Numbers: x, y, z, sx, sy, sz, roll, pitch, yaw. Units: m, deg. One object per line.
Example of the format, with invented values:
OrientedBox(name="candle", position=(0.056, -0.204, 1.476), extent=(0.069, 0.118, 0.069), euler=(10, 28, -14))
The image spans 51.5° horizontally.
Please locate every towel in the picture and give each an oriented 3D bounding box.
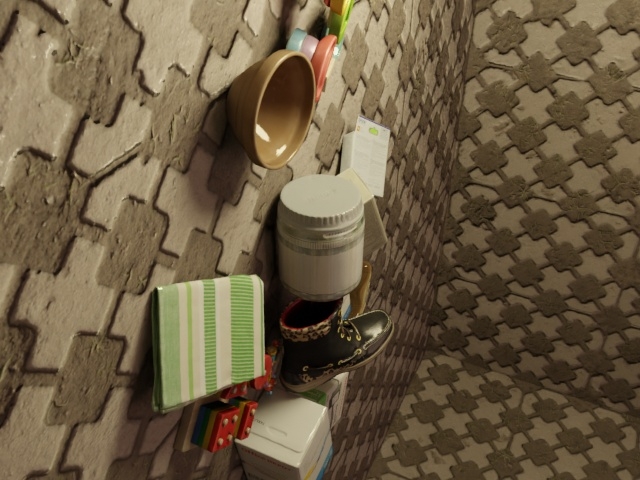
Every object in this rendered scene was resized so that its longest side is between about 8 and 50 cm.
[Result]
OrientedBox(name="towel", position=(-0.223, 0.199, 1.375), extent=(0.325, 0.038, 0.247), euler=(-6, 98, -57))

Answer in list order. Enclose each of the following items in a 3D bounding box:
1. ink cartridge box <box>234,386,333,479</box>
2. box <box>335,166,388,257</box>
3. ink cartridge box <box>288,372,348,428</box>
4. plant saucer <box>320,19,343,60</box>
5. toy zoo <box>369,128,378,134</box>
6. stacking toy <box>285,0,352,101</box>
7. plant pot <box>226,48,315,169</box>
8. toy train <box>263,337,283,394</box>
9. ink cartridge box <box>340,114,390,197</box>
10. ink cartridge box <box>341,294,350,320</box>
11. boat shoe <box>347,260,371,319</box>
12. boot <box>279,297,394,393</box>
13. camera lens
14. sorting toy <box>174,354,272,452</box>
OrientedBox(name="ink cartridge box", position=(-0.096, 0.589, 1.893), extent=(0.270, 0.198, 0.197), euler=(85, 29, -46))
OrientedBox(name="box", position=(0.090, -0.063, 1.936), extent=(0.148, 0.121, 0.311), euler=(-32, 153, -3))
OrientedBox(name="ink cartridge box", position=(-0.015, 0.542, 2.195), extent=(0.273, 0.115, 0.198), euler=(-28, 131, -63))
OrientedBox(name="plant saucer", position=(0.026, -0.503, 1.656), extent=(0.119, 0.021, 0.119), euler=(-52, 150, -46))
OrientedBox(name="toy zoo", position=(0.131, -0.208, 2.145), extent=(0.192, 0.030, 0.293), euler=(82, 30, -47))
OrientedBox(name="stacking toy", position=(-0.021, -0.476, 1.489), extent=(0.279, 0.130, 0.309), euler=(-68, 177, -81))
OrientedBox(name="plant pot", position=(-0.111, -0.269, 1.329), extent=(0.237, 0.110, 0.237), euler=(-48, 148, -43))
OrientedBox(name="toy train", position=(-0.143, 0.343, 1.818), extent=(0.125, 0.046, 0.166), euler=(2, 100, -81))
OrientedBox(name="ink cartridge box", position=(0.136, -0.252, 2.026), extent=(0.223, 0.045, 0.224), euler=(8, 89, -58))
OrientedBox(name="ink cartridge box", position=(0.010, 0.147, 1.936), extent=(0.231, 0.134, 0.078), euler=(83, 30, -48))
OrientedBox(name="boat shoe", position=(0.098, 0.223, 2.249), extent=(0.110, 0.122, 0.341), euler=(82, 29, -46))
OrientedBox(name="boot", position=(0.045, 0.239, 1.827), extent=(0.377, 0.138, 0.284), euler=(-24, 139, -18))
OrientedBox(name="camera lens", position=(0.000, 0.000, 1.673), extent=(0.219, 0.219, 0.274), euler=(-51, 150, -47))
OrientedBox(name="sorting toy", position=(-0.211, 0.363, 1.575), extent=(0.257, 0.089, 0.255), euler=(16, 89, -70))
